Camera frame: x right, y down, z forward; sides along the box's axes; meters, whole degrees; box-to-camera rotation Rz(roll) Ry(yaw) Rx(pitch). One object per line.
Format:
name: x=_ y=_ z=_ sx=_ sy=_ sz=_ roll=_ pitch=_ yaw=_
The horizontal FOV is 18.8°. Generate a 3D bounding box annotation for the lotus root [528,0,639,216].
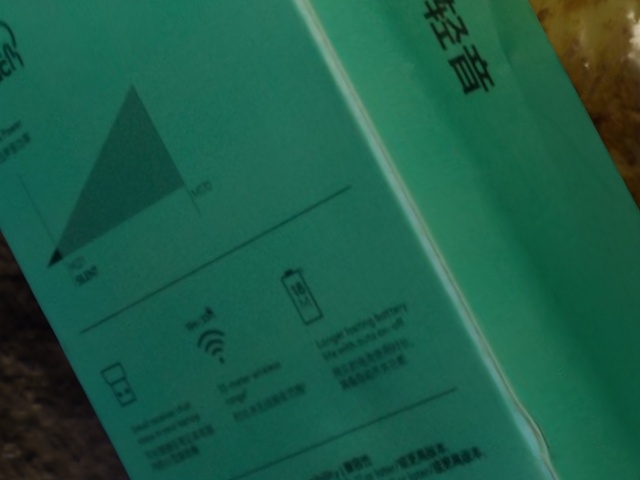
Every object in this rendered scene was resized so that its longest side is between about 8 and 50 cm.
lotus root: x=0.134 y=-0.030 z=0.753 sx=0.145 sy=0.128 sz=0.260 roll=-13 pitch=110 yaw=29

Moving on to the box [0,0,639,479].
box: x=0.000 y=0.000 z=0.714 sx=0.205 sy=0.118 sz=0.311 roll=-29 pitch=90 yaw=43
